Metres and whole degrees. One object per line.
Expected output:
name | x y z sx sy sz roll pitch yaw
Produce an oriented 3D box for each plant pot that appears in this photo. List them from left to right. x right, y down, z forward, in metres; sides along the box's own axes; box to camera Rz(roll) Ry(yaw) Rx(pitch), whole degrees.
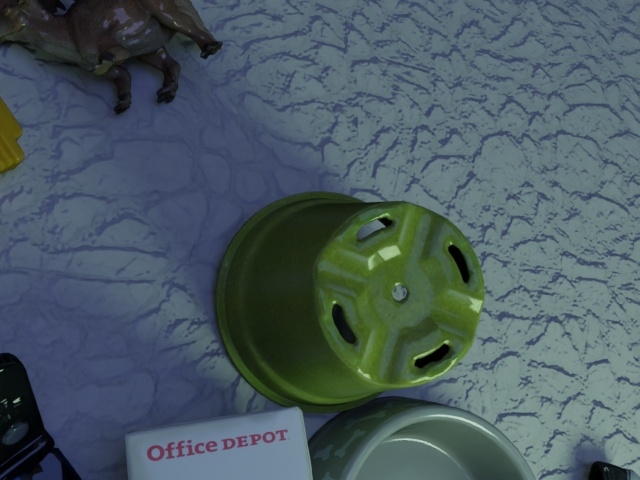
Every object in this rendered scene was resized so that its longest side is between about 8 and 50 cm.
plant pot | 0.041 0.063 0.877 0.276 0.254 0.276 2 84 -17

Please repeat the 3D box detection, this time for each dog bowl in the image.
dog bowl | 0.125 0.354 0.947 0.349 0.102 0.348 8 71 -25

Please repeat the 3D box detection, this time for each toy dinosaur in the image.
toy dinosaur | -0.245 -0.272 0.956 0.296 0.127 0.200 -23 78 -37

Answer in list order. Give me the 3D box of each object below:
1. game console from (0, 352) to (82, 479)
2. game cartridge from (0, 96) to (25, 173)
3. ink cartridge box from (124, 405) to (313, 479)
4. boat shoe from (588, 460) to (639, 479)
game console | -0.331 0.287 0.699 0.173 0.250 0.293 39 56 20
game cartridge | -0.495 -0.137 0.782 0.324 0.053 0.285 -39 99 -38
ink cartridge box | -0.095 0.295 0.794 0.171 0.168 0.232 -5 76 -12
boat shoe | 0.372 0.406 1.077 0.076 0.080 0.228 25 65 1
